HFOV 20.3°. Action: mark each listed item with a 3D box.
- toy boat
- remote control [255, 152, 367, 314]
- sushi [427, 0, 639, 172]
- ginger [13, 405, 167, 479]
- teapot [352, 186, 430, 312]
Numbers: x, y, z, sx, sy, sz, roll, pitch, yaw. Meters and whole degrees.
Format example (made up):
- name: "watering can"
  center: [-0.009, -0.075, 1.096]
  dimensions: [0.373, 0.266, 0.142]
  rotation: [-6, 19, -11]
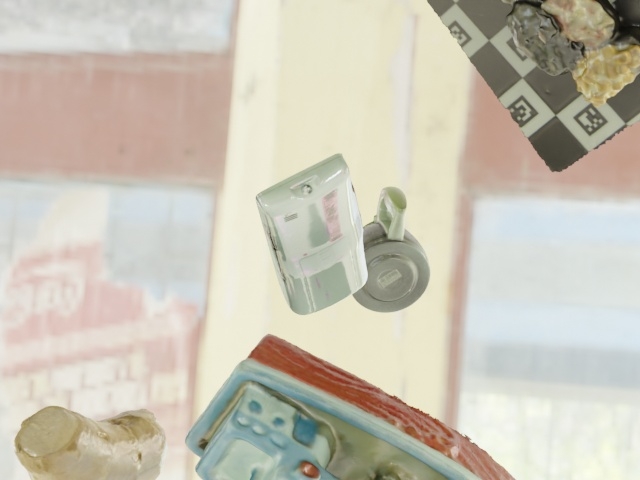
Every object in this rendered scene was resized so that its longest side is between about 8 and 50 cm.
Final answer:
- name: "toy boat"
  center: [0.052, 0.217, 1.397]
  dimensions: [0.332, 0.133, 0.145]
  rotation: [31, 130, -6]
- name: "remote control"
  center: [0.000, 0.000, 1.158]
  dimensions: [0.065, 0.029, 0.166]
  rotation: [-26, 156, -6]
- name: "sushi"
  center: [0.193, -0.174, 1.467]
  dimensions: [0.192, 0.215, 0.050]
  rotation: [-34, -173, 35]
- name: "ginger"
  center: [-0.198, 0.187, 1.555]
  dimensions: [0.069, 0.095, 0.190]
  rotation: [-8, 176, 32]
- name: "teapot"
  center: [0.079, 0.008, 1.962]
  dimensions: [0.092, 0.124, 0.091]
  rotation: [29, -157, -24]
